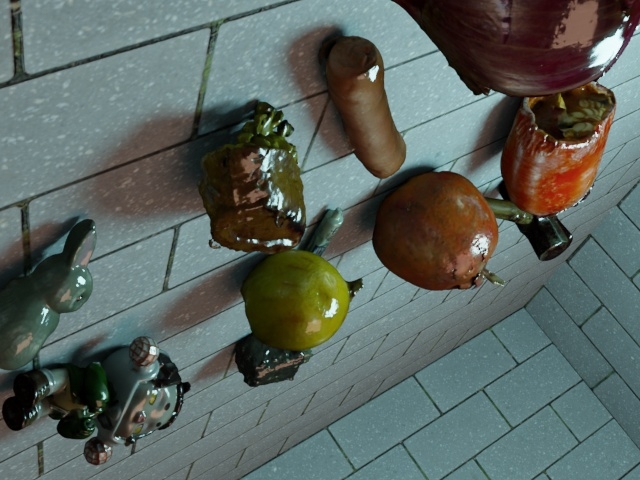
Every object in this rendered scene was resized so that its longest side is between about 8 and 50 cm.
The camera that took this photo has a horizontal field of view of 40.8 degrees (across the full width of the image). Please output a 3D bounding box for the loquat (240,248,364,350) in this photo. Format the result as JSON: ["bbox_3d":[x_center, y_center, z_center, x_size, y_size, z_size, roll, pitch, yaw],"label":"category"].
[{"bbox_3d":[-0.031,0.118,1.718,0.246,0.213,0.213,-12,157,-6],"label":"loquat"}]

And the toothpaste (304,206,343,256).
[{"bbox_3d":[0.000,0.000,1.785,0.060,0.038,0.233,-21,158,-32],"label":"toothpaste"}]

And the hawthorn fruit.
[{"bbox_3d":[0.273,0.000,1.862,0.276,0.307,0.276,-46,164,-17],"label":"hawthorn fruit"}]

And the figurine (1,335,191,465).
[{"bbox_3d":[-0.398,0.285,1.590,0.370,0.167,0.281,6,116,-51],"label":"figurine"}]

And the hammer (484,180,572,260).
[{"bbox_3d":[0.449,-0.079,2.154,0.408,0.242,0.095,6,139,-43],"label":"hammer"}]

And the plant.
[{"bbox_3d":[-0.103,0.271,2.089,0.194,0.129,0.132,-21,155,-31],"label":"plant"}]

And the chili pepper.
[{"bbox_3d":[0.536,-0.217,1.919,0.251,0.229,0.305,-17,158,-6],"label":"chili pepper"}]

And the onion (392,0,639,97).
[{"bbox_3d":[0.194,-0.338,1.023,0.385,0.348,0.348,2,160,7],"label":"onion"}]

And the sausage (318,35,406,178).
[{"bbox_3d":[0.077,-0.199,1.383,0.094,0.094,0.419,-8,163,10],"label":"sausage"}]

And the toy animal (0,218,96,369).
[{"bbox_3d":[-0.383,0.084,1.207,0.236,0.138,0.108,-34,127,3],"label":"toy animal"}]

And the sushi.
[{"bbox_3d":[-0.100,-0.082,1.282,0.166,0.179,0.296,-23,160,14],"label":"sushi"}]
